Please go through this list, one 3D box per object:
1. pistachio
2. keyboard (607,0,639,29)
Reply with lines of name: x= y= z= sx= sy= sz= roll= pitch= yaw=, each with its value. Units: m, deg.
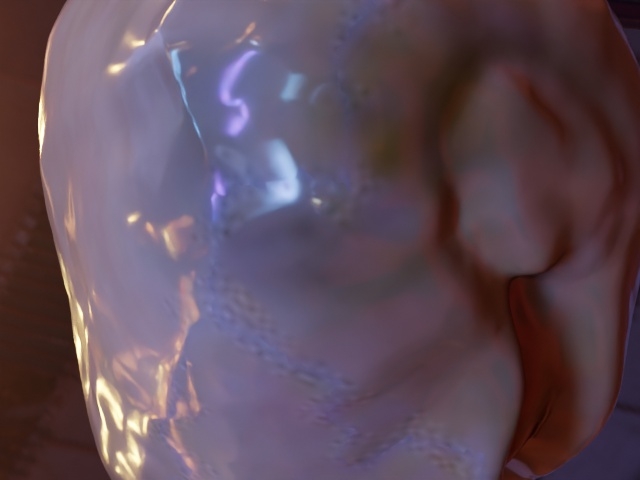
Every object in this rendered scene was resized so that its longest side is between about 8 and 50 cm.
pistachio: x=0.000 y=0.000 z=0.406 sx=0.117 sy=0.145 sz=0.200 roll=-33 pitch=-16 yaw=-24
keyboard: x=0.041 y=-0.120 z=0.727 sx=0.262 sy=0.106 sz=0.016 roll=2 pitch=-55 yaw=-26
